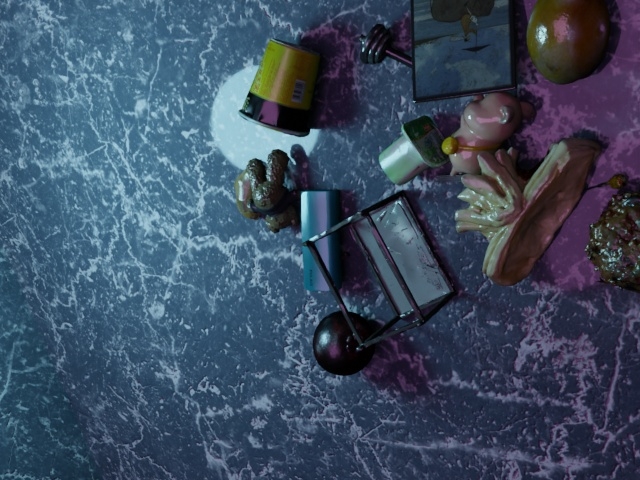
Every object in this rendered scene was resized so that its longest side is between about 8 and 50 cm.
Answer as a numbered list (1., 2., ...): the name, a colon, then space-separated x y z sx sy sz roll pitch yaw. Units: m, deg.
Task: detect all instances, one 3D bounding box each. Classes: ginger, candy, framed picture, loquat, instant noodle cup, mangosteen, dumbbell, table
1. ginger: -0.224 -0.153 2.232 0.095 0.069 0.190 -2 105 -5
2. candy: 0.680 -0.132 1.717 0.123 0.035 0.035 -15 94 42
3. framed picture: 0.347 -0.522 1.739 0.265 0.016 0.347 -1 88 28
4. loquat: 0.558 -0.465 1.601 0.179 0.179 0.227 8 117 29
5. instant noodle cup: -0.102 -0.435 2.004 0.215 0.215 0.236 27 109 22
6. mangosteen: 0.066 0.308 2.129 0.210 0.210 0.210 10 110 29
7. dumbbell: 0.212 -0.477 1.854 0.254 0.110 0.110 30 118 12
8. table: 0.169 0.079 1.943 0.222 0.272 0.335 -29 89 35

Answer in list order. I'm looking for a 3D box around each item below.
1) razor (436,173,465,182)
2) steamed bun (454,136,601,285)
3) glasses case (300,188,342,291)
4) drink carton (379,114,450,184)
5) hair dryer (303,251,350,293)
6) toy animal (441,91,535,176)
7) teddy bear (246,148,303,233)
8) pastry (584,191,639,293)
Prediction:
1. razor: 0.400 -0.161 1.870 0.191 0.037 0.068 6 112 32
2. steamed bun: 0.470 -0.089 1.749 0.189 0.247 0.428 49 131 39
3. glasses case: -0.002 0.000 2.111 0.117 0.070 0.301 -1 99 17
4. drink carton: 0.246 -0.227 1.889 0.142 0.146 0.144 -38 83 42
5. hair dryer: 0.028 0.084 2.168 0.154 0.054 0.106 -42 86 29
6. toy animal: 0.401 -0.262 1.770 0.149 0.165 0.248 41 128 8
7. teddy bear: -0.150 -0.138 2.145 0.182 0.129 0.251 -10 112 25
8. pastry: 0.746 0.015 1.622 0.275 0.193 0.275 10 109 30
